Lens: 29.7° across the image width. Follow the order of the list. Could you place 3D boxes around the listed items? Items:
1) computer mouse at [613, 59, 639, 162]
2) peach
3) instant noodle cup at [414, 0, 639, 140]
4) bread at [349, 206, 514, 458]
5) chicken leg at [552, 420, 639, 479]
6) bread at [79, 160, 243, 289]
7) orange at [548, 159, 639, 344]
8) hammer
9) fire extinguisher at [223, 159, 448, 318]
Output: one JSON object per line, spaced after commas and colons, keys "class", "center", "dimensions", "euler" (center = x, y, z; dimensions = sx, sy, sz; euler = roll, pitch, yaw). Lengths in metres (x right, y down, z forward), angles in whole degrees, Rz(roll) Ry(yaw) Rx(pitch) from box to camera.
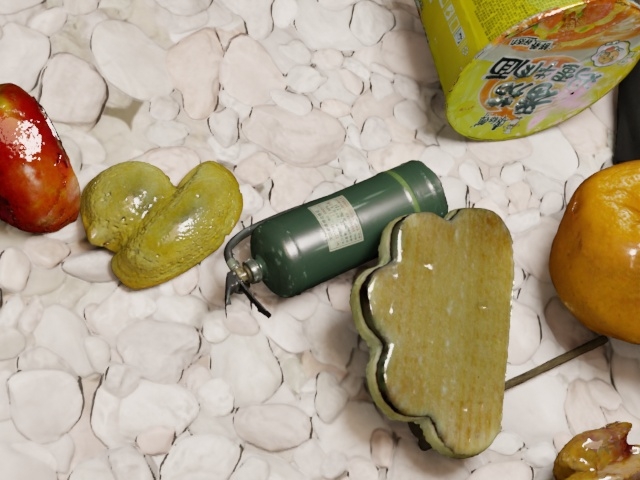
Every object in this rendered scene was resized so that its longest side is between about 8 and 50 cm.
{"class": "computer mouse", "center": [0.437, -0.203, 1.548], "dimensions": [0.088, 0.147, 0.264], "euler": [28, 58, -39]}
{"class": "peach", "center": [-0.328, -0.079, 1.271], "dimensions": [0.092, 0.127, 0.172], "euler": [-33, 105, -36]}
{"class": "instant noodle cup", "center": [0.237, -0.274, 1.471], "dimensions": [0.264, 0.264, 0.200], "euler": [-10, 61, -22]}
{"class": "bread", "center": [0.120, 0.084, 1.313], "dimensions": [0.207, 0.056, 0.286], "euler": [22, 66, -25]}
{"class": "chicken leg", "center": [0.252, 0.306, 1.278], "dimensions": [0.409, 0.182, 0.295], "euler": [12, 53, 5]}
{"class": "bread", "center": [-0.172, -0.044, 1.325], "dimensions": [0.187, 0.065, 0.149], "euler": [-37, 77, -26]}
{"class": "orange", "center": [0.384, 0.035, 1.405], "dimensions": [0.249, 0.183, 0.249], "euler": [-2, 43, 2]}
{"class": "hammer", "center": [0.220, 0.160, 1.387], "dimensions": [0.292, 0.029, 0.058], "euler": [-20, 77, -27]}
{"class": "fire extinguisher", "center": [0.000, 0.000, 1.348], "dimensions": [0.294, 0.093, 0.118], "euler": [-24, 62, -26]}
